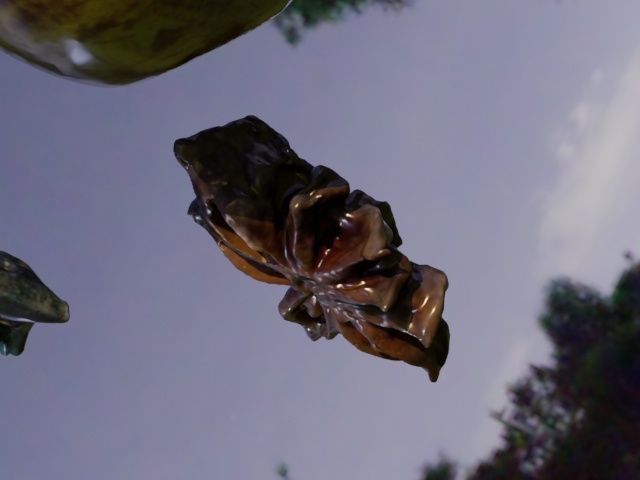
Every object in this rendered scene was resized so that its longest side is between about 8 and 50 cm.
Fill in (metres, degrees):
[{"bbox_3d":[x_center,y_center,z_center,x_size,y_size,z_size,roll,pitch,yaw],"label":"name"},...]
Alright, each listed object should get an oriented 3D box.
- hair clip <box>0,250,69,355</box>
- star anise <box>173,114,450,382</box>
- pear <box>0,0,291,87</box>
[{"bbox_3d":[-0.323,-0.014,1.031,0.358,0.095,0.110,31,-80,-40],"label":"hair clip"},{"bbox_3d":[0.003,0.004,1.023,0.099,0.214,0.220,-50,-28,-15],"label":"star anise"},{"bbox_3d":[-0.116,-0.218,0.773,0.283,0.283,0.283,-53,-20,-29],"label":"pear"}]
